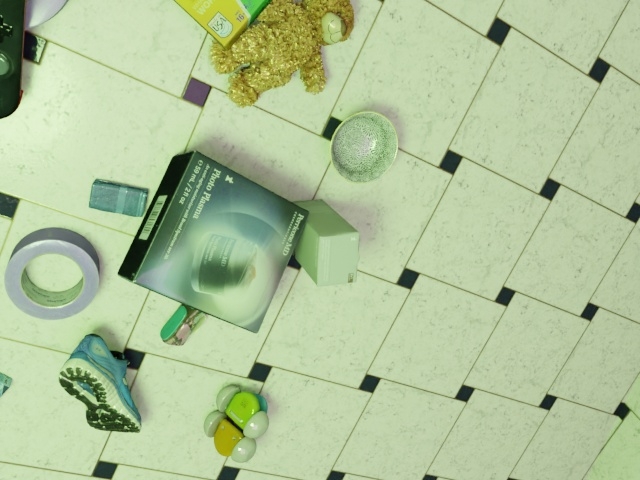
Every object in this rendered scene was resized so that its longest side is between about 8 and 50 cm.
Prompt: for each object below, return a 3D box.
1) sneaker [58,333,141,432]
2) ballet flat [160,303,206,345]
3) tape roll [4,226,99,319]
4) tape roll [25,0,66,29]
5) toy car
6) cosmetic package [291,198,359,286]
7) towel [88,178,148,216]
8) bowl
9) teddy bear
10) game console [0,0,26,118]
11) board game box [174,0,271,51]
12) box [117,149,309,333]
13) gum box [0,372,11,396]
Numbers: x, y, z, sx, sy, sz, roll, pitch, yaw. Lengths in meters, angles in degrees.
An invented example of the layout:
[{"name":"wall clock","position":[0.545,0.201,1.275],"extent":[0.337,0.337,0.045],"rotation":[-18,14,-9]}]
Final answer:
[{"name":"sneaker","position":[-0.489,0.341,1.459],"extent":[0.129,0.147,0.330],"rotation":[1,135,8]},{"name":"ballet flat","position":[-0.300,0.165,1.495],"extent":[0.079,0.077,0.221],"rotation":[25,106,-44]},{"name":"tape roll","position":[-0.581,0.072,1.352],"extent":[0.188,0.080,0.189],"rotation":[-7,114,-16]},{"name":"tape roll","position":[-0.582,-0.518,1.110],"extent":[0.274,0.090,0.275],"rotation":[-7,113,-17]},{"name":"toy car","position":[-0.201,0.474,1.620],"extent":[0.136,0.159,0.182],"rotation":[7,112,-58]},{"name":"cosmetic package","position":[0.000,0.000,1.430],"extent":[0.107,0.238,0.127],"rotation":[-5,112,-17]},{"name":"towel","position":[-0.444,-0.091,1.361],"extent":[0.119,0.029,0.067],"rotation":[11,107,-23]},{"name":"bowl","position":[0.090,-0.225,1.460],"extent":[0.170,0.080,0.170],"rotation":[-6,112,-16]},{"name":"teddy bear","position":[-0.071,-0.414,1.314],"extent":[0.337,0.113,0.245],"rotation":[-16,117,-12]},{"name":"game console","position":[-0.703,-0.392,1.047],"extent":[0.386,0.060,0.342],"rotation":[13,131,-15]},{"name":"board game box","position":[-0.219,-0.561,1.173],"extent":[0.316,0.064,0.242],"rotation":[41,94,-7]},{"name":"box","position":[-0.227,0.004,1.344],"extent":[0.294,0.182,0.296],"rotation":[27,80,-27]},{"name":"gum box","position":[-0.827,0.334,1.394],"extent":[0.184,0.041,0.157],"rotation":[39,95,-27]}]
